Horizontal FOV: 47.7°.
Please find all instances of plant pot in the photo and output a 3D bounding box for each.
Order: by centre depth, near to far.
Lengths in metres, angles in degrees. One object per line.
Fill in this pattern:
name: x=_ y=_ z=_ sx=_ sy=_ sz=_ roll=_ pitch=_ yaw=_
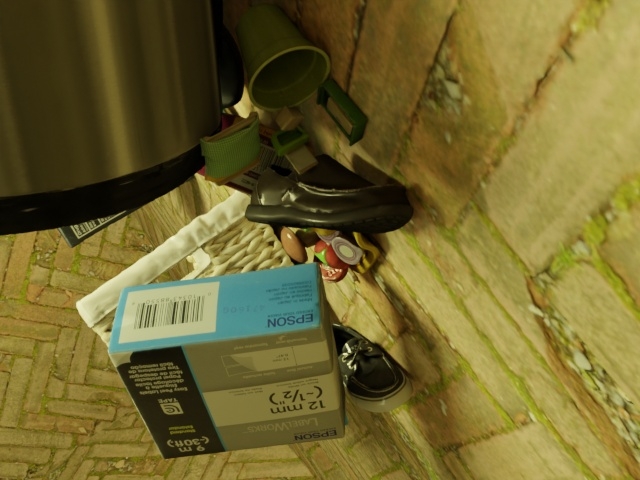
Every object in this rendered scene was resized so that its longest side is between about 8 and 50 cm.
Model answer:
plant pot: x=-0.044 y=-0.180 z=0.689 sx=0.083 sy=0.083 sz=0.079 roll=92 pitch=154 yaw=-63

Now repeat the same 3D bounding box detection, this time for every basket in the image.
basket: x=-0.204 y=0.115 z=1.247 sx=0.266 sy=0.328 sz=0.331 roll=55 pitch=166 yaw=-4

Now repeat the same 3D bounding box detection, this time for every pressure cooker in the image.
pressure cooker: x=-0.275 y=-0.256 z=0.629 sx=0.376 sy=0.369 sz=0.421 roll=-98 pitch=5 yaw=-62

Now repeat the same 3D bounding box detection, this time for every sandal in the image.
sandal: x=-0.173 y=-0.266 z=0.849 sx=0.097 sy=0.054 sz=0.255 roll=-8 pitch=119 yaw=33

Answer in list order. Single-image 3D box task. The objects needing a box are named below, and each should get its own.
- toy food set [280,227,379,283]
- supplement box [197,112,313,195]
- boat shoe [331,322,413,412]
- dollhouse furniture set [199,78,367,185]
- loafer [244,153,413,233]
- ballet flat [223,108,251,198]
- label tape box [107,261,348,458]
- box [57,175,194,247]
toy food set: x=0.000 y=0.000 z=0.888 sx=0.128 sy=0.071 sz=0.218 roll=54 pitch=164 yaw=11
supplement box: x=-0.103 y=-0.106 z=0.897 sx=0.104 sy=0.081 sz=0.188 roll=21 pitch=-177 yaw=-30
boat shoe: x=0.056 y=0.174 z=1.057 sx=0.076 sy=0.080 sz=0.228 roll=61 pitch=171 yaw=-20
dollhouse furniture set: x=-0.035 y=-0.089 z=0.683 sx=0.059 sy=0.151 sz=0.076 roll=54 pitch=163 yaw=16
loafer: x=0.000 y=-0.051 z=0.737 sx=0.220 sy=0.080 sz=0.079 roll=5 pitch=88 yaw=44
ballet flat: x=-0.111 y=-0.130 z=1.031 sx=0.168 sy=0.057 sz=0.052 roll=60 pitch=-168 yaw=4
label tape box: x=-0.097 y=0.199 z=0.953 sx=0.115 sy=0.249 sz=0.348 roll=-95 pitch=-4 yaw=-49
box: x=-0.466 y=-0.201 z=1.467 sx=0.182 sy=0.294 sz=0.296 roll=38 pitch=154 yaw=48
